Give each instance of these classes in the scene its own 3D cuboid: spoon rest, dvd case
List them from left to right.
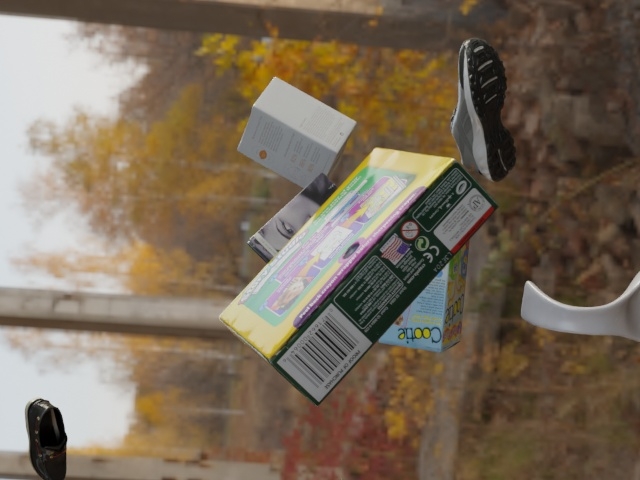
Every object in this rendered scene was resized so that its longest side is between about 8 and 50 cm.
[{"bbox_3d":[0.000,0.000,1.945,0.221,0.164,0.018,-45,0,-41],"label":"dvd case"},{"bbox_3d":[0.410,0.084,1.557,0.084,0.276,0.137,-123,32,-59],"label":"spoon rest"}]

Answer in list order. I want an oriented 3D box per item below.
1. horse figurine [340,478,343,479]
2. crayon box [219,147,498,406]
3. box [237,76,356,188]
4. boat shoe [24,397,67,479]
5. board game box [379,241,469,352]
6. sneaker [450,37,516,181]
[{"bbox_3d":[0.089,0.543,1.962,0.263,0.066,0.174,-124,33,-58],"label":"horse figurine"},{"bbox_3d":[0.041,0.036,1.662,0.363,0.106,0.313,-47,16,-7],"label":"crayon box"},{"bbox_3d":[-0.043,-0.185,2.080,0.091,0.170,0.130,-58,-3,-38],"label":"box"},{"bbox_3d":[-0.369,0.278,1.592,0.042,0.049,0.133,17,122,41],"label":"boat shoe"},{"bbox_3d":[0.223,0.082,2.475,0.142,0.144,0.275,-11,-72,-66],"label":"board game box"},{"bbox_3d":[0.275,-0.234,2.108,0.108,0.100,0.271,20,131,43],"label":"sneaker"}]
